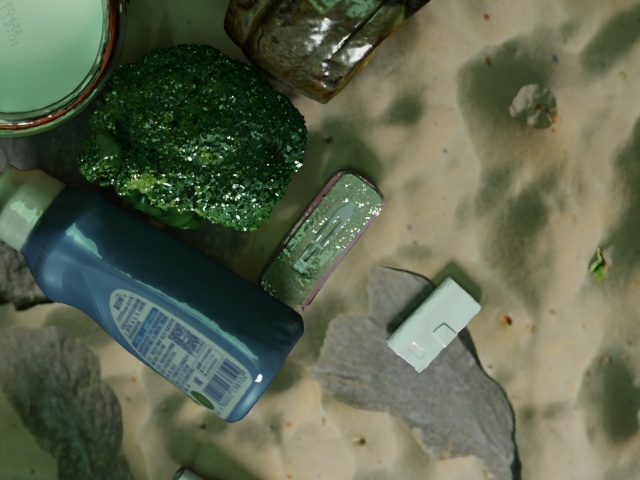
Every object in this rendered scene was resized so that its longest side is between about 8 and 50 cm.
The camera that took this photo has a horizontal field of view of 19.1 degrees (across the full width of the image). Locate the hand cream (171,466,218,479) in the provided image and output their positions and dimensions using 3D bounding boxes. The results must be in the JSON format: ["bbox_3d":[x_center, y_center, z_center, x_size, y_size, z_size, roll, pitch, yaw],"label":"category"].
[{"bbox_3d":[-0.047,0.277,1.708,0.216,0.038,0.052,38,125,-8],"label":"hand cream"}]

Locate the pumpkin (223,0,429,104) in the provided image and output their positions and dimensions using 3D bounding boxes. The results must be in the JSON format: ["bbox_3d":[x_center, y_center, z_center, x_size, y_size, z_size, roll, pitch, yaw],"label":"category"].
[{"bbox_3d":[0.042,-0.231,1.562,0.131,0.126,0.248,40,80,7],"label":"pumpkin"}]

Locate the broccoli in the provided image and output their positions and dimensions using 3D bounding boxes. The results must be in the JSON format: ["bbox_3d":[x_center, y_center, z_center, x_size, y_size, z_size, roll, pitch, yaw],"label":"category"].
[{"bbox_3d":[-0.106,-0.080,1.594,0.195,0.195,0.156,31,117,-3],"label":"broccoli"}]

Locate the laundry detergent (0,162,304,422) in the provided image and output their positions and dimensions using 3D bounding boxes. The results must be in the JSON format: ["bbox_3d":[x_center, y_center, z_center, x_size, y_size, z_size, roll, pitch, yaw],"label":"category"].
[{"bbox_3d":[-0.158,0.035,1.625,0.290,0.143,0.094,36,62,-2],"label":"laundry detergent"}]

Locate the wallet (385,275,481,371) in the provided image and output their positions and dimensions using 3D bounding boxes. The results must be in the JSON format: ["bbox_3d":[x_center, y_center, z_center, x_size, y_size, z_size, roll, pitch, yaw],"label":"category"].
[{"bbox_3d":[0.100,0.074,1.682,0.044,0.011,0.083,42,96,-5],"label":"wallet"}]

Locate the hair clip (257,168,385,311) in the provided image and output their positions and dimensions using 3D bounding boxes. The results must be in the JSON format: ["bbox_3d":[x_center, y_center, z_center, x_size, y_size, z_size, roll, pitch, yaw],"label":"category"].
[{"bbox_3d":[0.000,0.000,1.668,0.054,0.022,0.137,36,97,-5],"label":"hair clip"}]

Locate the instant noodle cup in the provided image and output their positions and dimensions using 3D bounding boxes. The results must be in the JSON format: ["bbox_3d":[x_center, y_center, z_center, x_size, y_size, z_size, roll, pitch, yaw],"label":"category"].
[{"bbox_3d":[-0.256,-0.182,1.555,0.213,0.174,0.213,-1,98,-10],"label":"instant noodle cup"}]
